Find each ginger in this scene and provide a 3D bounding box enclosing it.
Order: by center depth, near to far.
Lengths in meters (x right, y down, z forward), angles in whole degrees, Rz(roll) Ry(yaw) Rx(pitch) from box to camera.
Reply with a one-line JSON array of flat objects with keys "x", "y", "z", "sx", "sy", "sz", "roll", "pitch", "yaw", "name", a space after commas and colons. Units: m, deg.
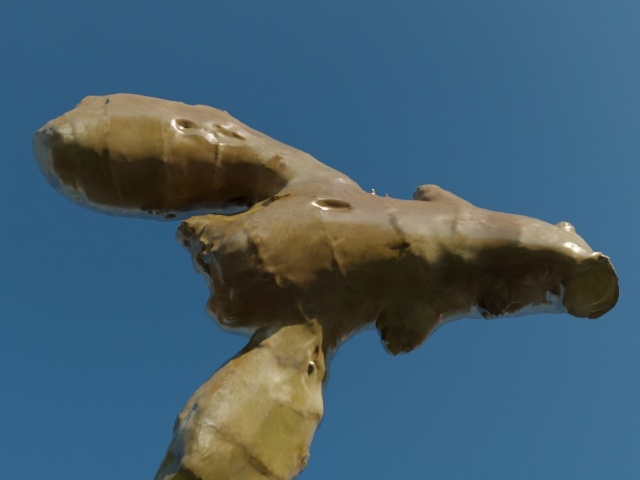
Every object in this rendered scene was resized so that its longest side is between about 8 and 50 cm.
[{"x": -0.006, "y": 0.000, "z": 0.647, "sx": 0.348, "sy": 0.363, "sz": 0.122, "roll": -18, "pitch": -38, "yaw": -17, "name": "ginger"}]
